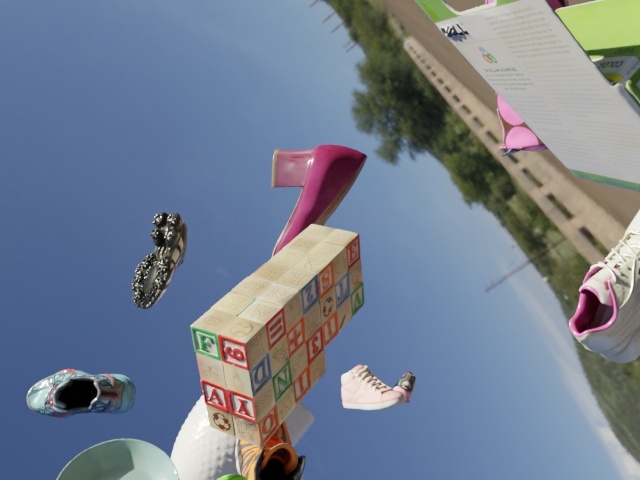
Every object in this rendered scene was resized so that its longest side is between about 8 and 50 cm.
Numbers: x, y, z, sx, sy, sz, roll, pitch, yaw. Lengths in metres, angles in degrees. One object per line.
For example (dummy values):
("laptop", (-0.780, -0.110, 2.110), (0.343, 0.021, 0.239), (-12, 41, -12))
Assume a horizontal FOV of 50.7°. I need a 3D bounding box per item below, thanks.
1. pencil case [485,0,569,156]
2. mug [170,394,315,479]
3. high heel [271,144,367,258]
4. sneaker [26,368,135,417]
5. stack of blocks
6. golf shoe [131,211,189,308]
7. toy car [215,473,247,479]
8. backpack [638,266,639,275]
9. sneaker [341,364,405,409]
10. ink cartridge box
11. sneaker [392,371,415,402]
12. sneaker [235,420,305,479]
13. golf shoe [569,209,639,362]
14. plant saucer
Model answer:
("pencil case", (0.236, -0.205, 0.766), (0.098, 0.095, 0.209), (8, 110, 57))
("mug", (-0.236, 0.518, 1.815), (0.276, 0.328, 0.374), (43, 163, -9))
("high heel", (0.000, 0.000, 1.344), (0.127, 0.182, 0.377), (-55, -35, -67))
("sneaker", (-0.523, 0.313, 1.410), (0.125, 0.262, 0.104), (32, -128, -63))
("stack of blocks", (-0.044, 0.120, 0.956), (0.297, 0.087, 0.171), (-42, -44, -47))
("golf shoe", (-0.304, 0.046, 1.333), (0.077, 0.198, 0.094), (14, 168, 21))
("toy car", (-0.153, 0.413, 0.884), (0.053, 0.224, 0.239), (10, 169, 35))
("backpack", (0.684, 0.044, 0.921), (0.355, 0.273, 0.290), (41, 167, 17))
("sneaker", (0.081, 0.243, 1.126), (0.051, 0.134, 0.070), (-3, -97, -40))
("ink cartridge box", (0.198, -0.152, 0.512), (0.255, 0.097, 0.189), (42, -178, -17))
("sneaker", (0.172, 0.295, 1.373), (0.047, 0.057, 0.119), (25, 165, 6))
("sneaker", (-0.084, 0.408, 1.258), (0.125, 0.180, 0.321), (16, -147, -13))
("golf shoe", (0.524, 0.056, 1.144), (0.140, 0.306, 0.115), (18, -177, -27))
("plant saucer", (-0.322, 0.406, 1.069), (0.195, 0.195, 0.037), (-106, 19, -51))
